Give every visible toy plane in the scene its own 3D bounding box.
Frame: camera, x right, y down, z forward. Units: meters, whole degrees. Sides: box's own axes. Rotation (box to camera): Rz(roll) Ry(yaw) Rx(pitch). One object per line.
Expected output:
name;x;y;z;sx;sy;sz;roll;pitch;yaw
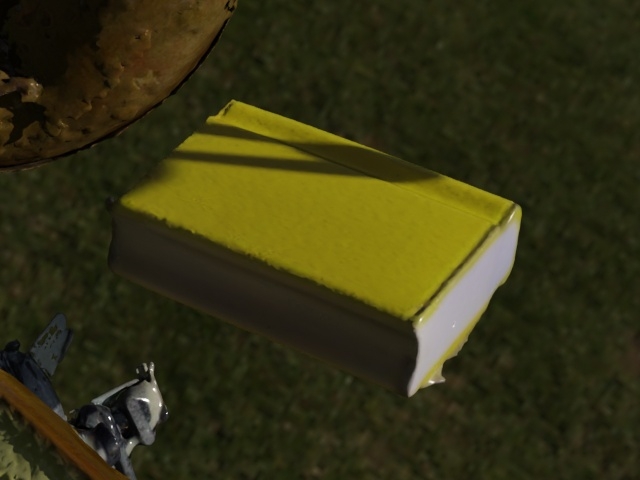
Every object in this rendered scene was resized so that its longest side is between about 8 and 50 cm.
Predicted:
toy plane;-0.168;0.185;1.276;0.192;0.088;0.262;-28;103;-26

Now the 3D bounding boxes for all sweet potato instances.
sweet potato;-0.116;-0.098;0.844;0.124;0.310;0.098;40;12;-46

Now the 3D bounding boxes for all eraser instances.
eraser;0.000;0.000;1.203;0.226;0.069;0.158;22;37;20

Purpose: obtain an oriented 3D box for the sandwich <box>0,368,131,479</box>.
sandwich;-0.153;0.184;1.104;0.236;0.122;0.128;39;-7;19
